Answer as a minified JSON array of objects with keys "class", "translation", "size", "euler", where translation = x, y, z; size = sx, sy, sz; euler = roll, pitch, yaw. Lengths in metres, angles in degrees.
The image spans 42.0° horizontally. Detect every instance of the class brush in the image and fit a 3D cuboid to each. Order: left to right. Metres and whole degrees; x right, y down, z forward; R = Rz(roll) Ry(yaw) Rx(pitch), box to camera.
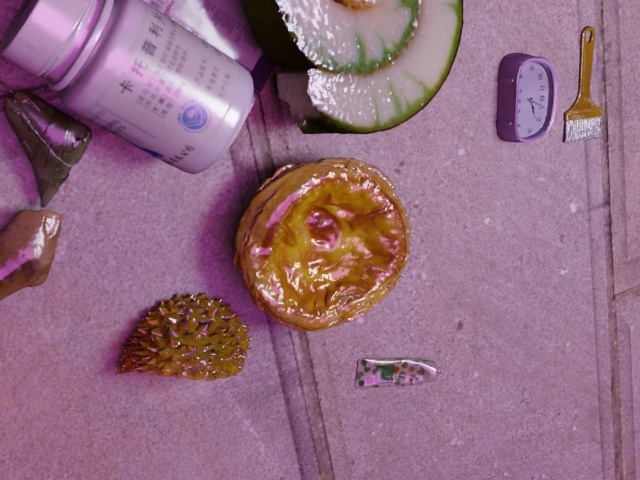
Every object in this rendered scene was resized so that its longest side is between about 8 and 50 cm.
[{"class":"brush","translation":[0.476,-0.280,1.497],"size":[0.083,0.011,0.205],"euler":[-10,109,-22]}]

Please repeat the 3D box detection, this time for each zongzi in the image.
[{"class":"zongzi","translation":[-0.397,-0.130,1.100],"size":[0.154,0.062,0.130],"euler":[32,102,-24]}]

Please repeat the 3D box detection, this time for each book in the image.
[{"class":"book","translation":[-0.139,-0.333,1.175],"size":[0.231,0.026,0.157],"euler":[30,93,-31]}]

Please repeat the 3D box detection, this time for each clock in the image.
[{"class":"clock","translation":[0.362,-0.244,1.429],"size":[0.110,0.050,0.152],"euler":[-10,110,-23]}]

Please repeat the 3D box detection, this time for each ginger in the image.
[{"class":"ginger","translation":[-0.424,0.027,1.123],"size":[0.190,0.069,0.095],"euler":[-33,122,-15]}]

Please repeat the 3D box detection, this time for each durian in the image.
[{"class":"durian","translation":[-0.196,0.161,1.268],"size":[0.182,0.165,0.132],"euler":[26,136,-8]}]

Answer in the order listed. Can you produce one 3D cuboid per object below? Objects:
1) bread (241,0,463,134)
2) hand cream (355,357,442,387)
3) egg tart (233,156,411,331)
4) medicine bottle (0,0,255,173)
[{"class":"bread","translation":[0.038,-0.333,1.178],"size":[0.366,0.129,0.381],"euler":[18,90,-39]},{"class":"hand cream","translation":[0.141,0.235,1.489],"size":[0.165,0.037,0.057],"euler":[1,105,-20]},{"class":"egg tart","translation":[0.000,0.000,1.296],"size":[0.295,0.116,0.294],"euler":[-8,111,-22]},{"class":"medicine bottle","translation":[-0.244,-0.220,1.076],"size":[0.293,0.170,0.170],"euler":[30,92,-29]}]
